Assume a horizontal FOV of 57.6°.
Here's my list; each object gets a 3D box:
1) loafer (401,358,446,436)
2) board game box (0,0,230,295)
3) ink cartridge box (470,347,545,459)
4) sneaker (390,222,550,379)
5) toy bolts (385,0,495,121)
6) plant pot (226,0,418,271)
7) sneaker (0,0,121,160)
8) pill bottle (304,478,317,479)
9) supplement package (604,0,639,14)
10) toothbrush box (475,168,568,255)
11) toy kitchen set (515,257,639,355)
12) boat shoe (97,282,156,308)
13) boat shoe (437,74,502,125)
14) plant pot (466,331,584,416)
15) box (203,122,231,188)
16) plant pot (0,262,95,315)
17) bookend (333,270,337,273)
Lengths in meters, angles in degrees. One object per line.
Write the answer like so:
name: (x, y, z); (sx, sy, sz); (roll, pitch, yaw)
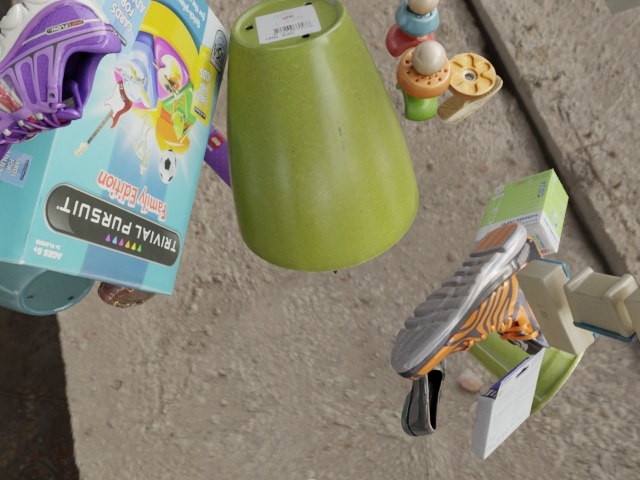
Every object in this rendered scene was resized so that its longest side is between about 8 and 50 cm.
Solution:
loafer: (0.266, 0.336, 1.389); (0.084, 0.096, 0.267); (-19, 47, 51)
board game box: (-0.206, -0.125, 0.603); (0.079, 0.254, 0.336); (9, 81, 15)
ink cartridge box: (0.437, 0.363, 1.355); (0.045, 0.223, 0.224); (25, 122, 39)
sneaker: (0.261, 0.132, 0.891); (0.321, 0.124, 0.180); (-42, 100, -19)
toy bolts: (0.229, -0.377, 1.106); (0.218, 0.158, 0.228); (-14, 70, -8)
plant pot: (-0.013, -0.155, 0.771); (0.275, 0.293, 0.274); (-6, 46, 6)
sneaker: (-0.205, -0.095, 0.402); (0.170, 0.068, 0.071); (-43, 93, 18)
pill bottle: (0.046, 0.631, 1.124); (0.323, 0.181, 0.181); (31, 80, 28)
supplement package: (0.398, -0.386, 0.541); (0.293, 0.177, 0.175); (-38, 105, -6)
toothbrush box: (0.618, -0.069, 1.775); (0.206, 0.122, 0.283); (-19, 25, 40)
toy kitchen set: (0.380, 0.060, 0.694); (0.166, 0.207, 0.122); (-34, 108, -14)
boat shoe: (-0.313, 0.075, 0.944); (0.073, 0.207, 0.073); (37, 79, 2)
boat shoe: (0.356, -0.335, 1.395); (0.170, 0.059, 0.063); (-30, 65, 4)
plant pot: (0.560, 0.309, 1.655); (0.254, 0.276, 0.276); (37, 82, 15)
box: (-0.138, -0.109, 1.130); (0.057, 0.293, 0.201); (-42, 27, 0)
plant pot: (-0.524, 0.023, 1.081); (0.290, 0.290, 0.195); (-39, 62, -4)
bookend: (0.000, 0.000, 1.774); (0.156, 0.072, 0.157); (15, 61, 10)
